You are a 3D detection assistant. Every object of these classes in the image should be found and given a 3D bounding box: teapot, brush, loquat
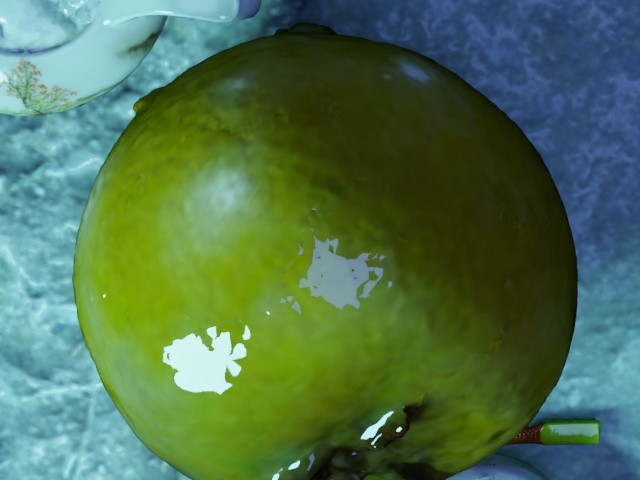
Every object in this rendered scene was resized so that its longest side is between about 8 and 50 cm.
[{"bbox_3d":[-0.188,-0.183,1.305,0.298,0.139,0.204,2,100,-3],"label":"teapot"},{"bbox_3d":[0.165,0.142,1.456,0.083,0.021,0.018,-3,104,-8],"label":"brush"},{"bbox_3d":[0.000,0.000,1.284,0.328,0.328,0.359,-3,59,-3],"label":"loquat"}]

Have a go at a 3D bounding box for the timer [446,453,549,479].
[{"bbox_3d":[0.113,0.268,1.457,0.191,0.069,0.208,-28,104,3],"label":"timer"}]
